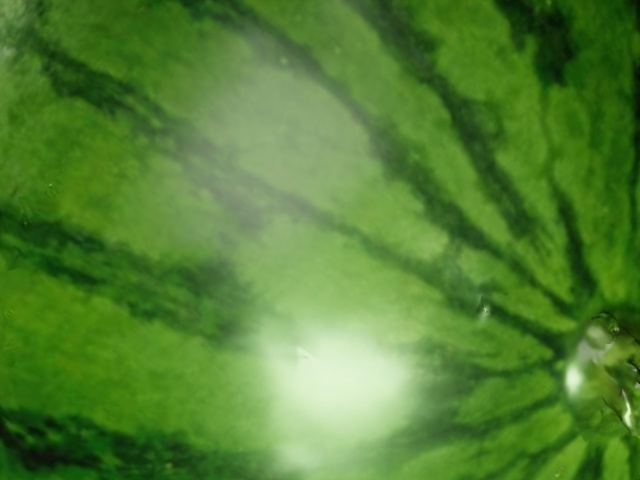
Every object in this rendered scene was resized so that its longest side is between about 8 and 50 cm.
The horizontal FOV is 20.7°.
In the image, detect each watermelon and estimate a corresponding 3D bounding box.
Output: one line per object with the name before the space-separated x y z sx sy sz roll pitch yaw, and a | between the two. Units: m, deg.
watermelon | -0.003 -0.001 0.425 0.242 0.242 0.242 -2 68 4
